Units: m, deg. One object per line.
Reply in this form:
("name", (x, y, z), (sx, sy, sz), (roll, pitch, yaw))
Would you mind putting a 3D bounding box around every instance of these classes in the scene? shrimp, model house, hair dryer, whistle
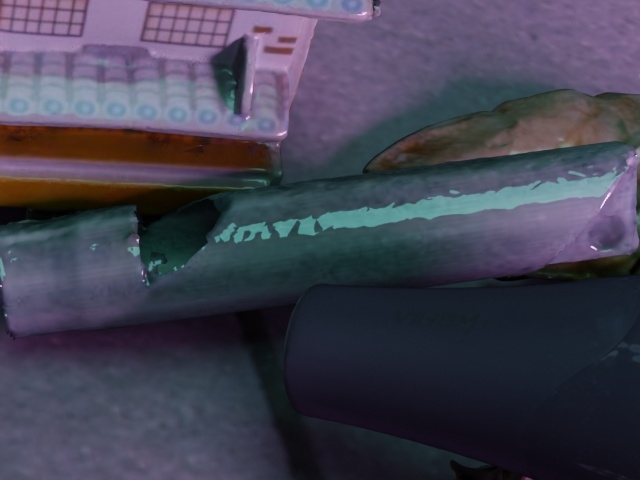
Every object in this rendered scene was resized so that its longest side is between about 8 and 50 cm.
("shrimp", (0.113, 0.035, 0.947), (0.247, 0.085, 0.360), (20, 48, 15))
("model house", (-0.102, -0.126, 0.922), (0.224, 0.215, 0.198), (4, 52, -13))
("hair dryer", (0.086, 0.142, 0.708), (0.301, 0.121, 0.361), (5, 42, 24))
("whistle", (0.000, 0.000, 0.898), (0.312, 0.062, 0.062), (-7, 52, -2))
